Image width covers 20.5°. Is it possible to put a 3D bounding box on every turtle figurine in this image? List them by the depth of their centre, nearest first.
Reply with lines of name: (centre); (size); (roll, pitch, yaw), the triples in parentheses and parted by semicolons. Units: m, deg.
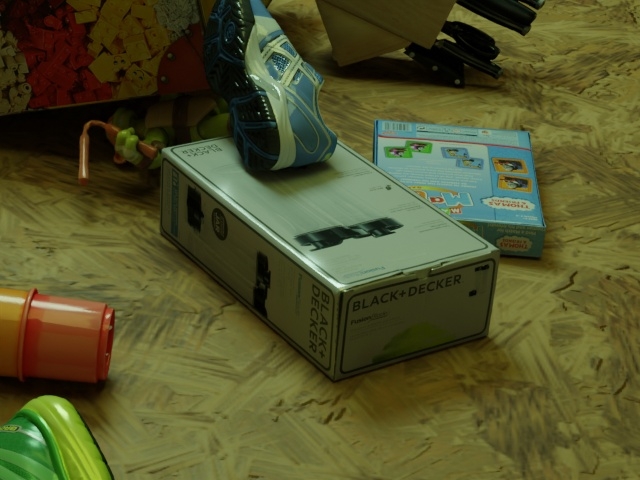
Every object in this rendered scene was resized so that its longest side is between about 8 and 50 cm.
turtle figurine: (-0.124, -0.112, 1.723); (0.217, 0.087, 0.269); (-7, 24, 13)

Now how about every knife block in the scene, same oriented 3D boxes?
knife block: (0.112, -0.298, 1.960); (0.242, 0.275, 0.088); (-17, 25, 10)

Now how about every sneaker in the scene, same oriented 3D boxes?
sneaker: (-0.163, 0.222, 1.104); (0.123, 0.109, 0.295); (-28, 38, -6)
sneaker: (-0.048, -0.148, 1.599); (0.081, 0.080, 0.211); (2, 56, -31)

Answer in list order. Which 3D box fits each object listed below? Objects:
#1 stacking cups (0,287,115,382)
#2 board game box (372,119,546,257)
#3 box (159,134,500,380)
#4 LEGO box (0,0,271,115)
stacking cups: (-0.320, 0.066, 1.376); (0.316, 0.096, 0.096); (9, 28, -4)
board game box: (0.130, -0.054, 1.714); (0.160, 0.039, 0.211); (5, 27, 0)
box: (0.000, 0.000, 1.538); (0.169, 0.087, 0.290); (-14, 33, -33)
LEGO box: (-0.244, -0.317, 1.888); (0.373, 0.193, 0.500); (-6, 25, 15)
